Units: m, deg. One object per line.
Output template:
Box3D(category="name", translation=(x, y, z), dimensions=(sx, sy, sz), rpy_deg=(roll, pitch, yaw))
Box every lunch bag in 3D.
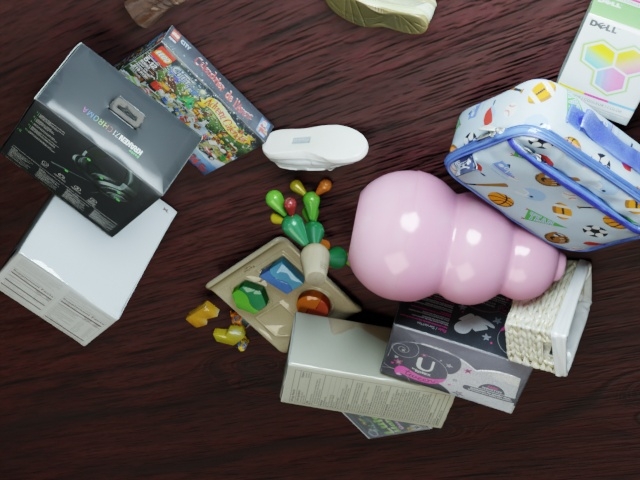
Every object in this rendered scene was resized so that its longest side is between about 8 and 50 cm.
Box3D(category="lunch bag", translation=(0.335, -0.100, 1.567), dimensions=(0.303, 0.115, 0.243), rpy_deg=(30, 159, -22))

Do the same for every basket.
Box3D(category="basket", translation=(0.369, 0.118, 1.809), dimensions=(0.103, 0.167, 0.113), rpy_deg=(10, 140, 22))

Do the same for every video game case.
Box3D(category="video game case", translation=(0.112, 0.337, 2.298), dimensions=(0.173, 0.022, 0.190), rpy_deg=(-18, 127, 39))

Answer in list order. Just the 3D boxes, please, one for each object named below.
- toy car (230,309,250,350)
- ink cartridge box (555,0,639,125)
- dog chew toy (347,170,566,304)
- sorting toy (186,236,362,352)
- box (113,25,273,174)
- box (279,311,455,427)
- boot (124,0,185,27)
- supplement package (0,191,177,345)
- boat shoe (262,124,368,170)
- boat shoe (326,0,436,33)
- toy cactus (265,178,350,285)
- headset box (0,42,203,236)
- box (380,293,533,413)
Box3D(category="toy car", translation=(-0.147, 0.183, 2.232), dimensions=(0.060, 0.040, 0.122), rpy_deg=(6, 138, 20))
Box3D(category="ink cartridge box", translation=(0.387, -0.256, 1.448), dimensions=(0.109, 0.062, 0.209), rpy_deg=(21, 141, 5))
Box3D(category="dog chew toy", translation=(0.214, 0.009, 1.742), dimensions=(0.332, 0.206, 0.206), rpy_deg=(12, 141, 1))
Box3D(category="sorting toy", translation=(-0.104, 0.132, 2.113), dimensions=(0.229, 0.041, 0.307), rpy_deg=(41, 128, -22))
Box3D(category="box", translation=(-0.211, -0.219, 1.797), dimensions=(0.159, 0.044, 0.233), rpy_deg=(-23, 123, 42))
Box3D(category="box", translation=(0.090, 0.241, 2.074), dimensions=(0.311, 0.121, 0.148), rpy_deg=(11, 142, -3))
Box3D(category="boot", translation=(-0.263, -0.371, 1.659), dimensions=(0.114, 0.037, 0.106), rpy_deg=(-17, 124, 45))
Box3D(category="supplement package", translation=(-0.416, 0.010, 1.987), dimensions=(0.204, 0.262, 0.145), rpy_deg=(37, 139, -16))
Box3D(category="boat shoe", translation=(-0.003, -0.137, 1.779), dimensions=(0.184, 0.066, 0.063), rpy_deg=(-3, 149, 25))
Box3D(category="boat shoe", translation=(0.082, -0.326, 1.540), dimensions=(0.153, 0.048, 0.056), rpy_deg=(15, 153, 20))
Box3D(category="toy cactus", translation=(0.000, 0.000, 1.853), dimensions=(0.112, 0.180, 0.219), rpy_deg=(-27, 127, 21))
Box3D(category="headset box", translation=(-0.359, -0.158, 1.818), dimensions=(0.246, 0.131, 0.283), rpy_deg=(38, 152, -13))
Box3D(category="box", translation=(0.246, 0.176, 1.951), dimensions=(0.247, 0.142, 0.163), rpy_deg=(18, 141, 7))
